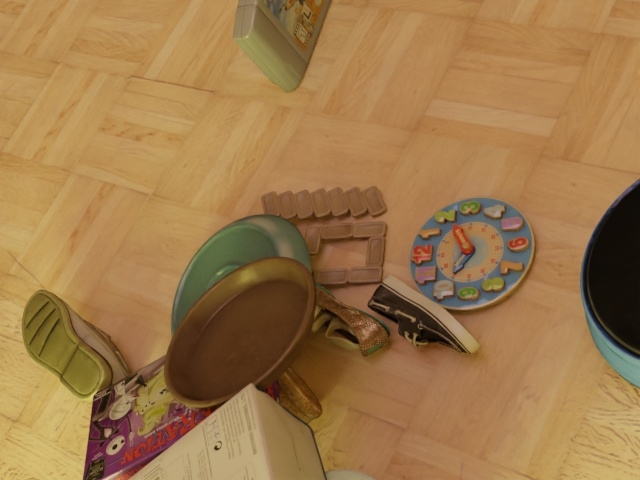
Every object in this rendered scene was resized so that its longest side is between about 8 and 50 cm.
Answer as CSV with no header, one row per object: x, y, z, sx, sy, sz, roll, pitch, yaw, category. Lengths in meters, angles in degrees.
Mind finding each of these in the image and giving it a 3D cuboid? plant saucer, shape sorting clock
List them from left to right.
-0.149,0.094,1.897,0.317,0.043,0.318,-22,55,34,plant saucer
-0.117,0.142,1.689,0.278,0.041,0.278,-26,35,20,plant saucer
0.235,0.017,1.762,0.206,0.040,0.206,-16,54,22,shape sorting clock

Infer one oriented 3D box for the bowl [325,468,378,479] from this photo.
0.022,0.471,1.507,0.298,0.134,0.298,-31,33,24,bowl

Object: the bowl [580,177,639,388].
0.533,0.032,1.509,0.391,0.077,0.391,-24,43,24,bowl

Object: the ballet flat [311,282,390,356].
0.019,0.126,1.797,0.206,0.073,0.067,25,58,41,ballet flat

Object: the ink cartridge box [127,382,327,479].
-0.176,0.421,1.528,0.395,0.151,0.270,-38,32,12,ink cartridge box

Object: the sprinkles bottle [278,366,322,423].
-0.165,0.336,1.741,0.355,0.121,0.121,-41,48,1,sprinkles bottle

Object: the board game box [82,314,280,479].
-0.218,0.251,1.742,0.347,0.056,0.208,-30,39,17,board game box

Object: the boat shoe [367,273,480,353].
0.156,0.129,1.719,0.070,0.078,0.219,-49,41,-7,boat shoe

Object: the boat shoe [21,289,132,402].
-0.436,0.199,2.008,0.113,0.103,0.302,-54,49,7,boat shoe

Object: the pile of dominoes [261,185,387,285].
0.000,0.000,1.935,0.251,0.040,0.196,-3,58,20,pile of dominoes

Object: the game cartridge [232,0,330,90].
-0.068,-0.464,2.158,0.062,0.198,0.297,3,63,32,game cartridge
